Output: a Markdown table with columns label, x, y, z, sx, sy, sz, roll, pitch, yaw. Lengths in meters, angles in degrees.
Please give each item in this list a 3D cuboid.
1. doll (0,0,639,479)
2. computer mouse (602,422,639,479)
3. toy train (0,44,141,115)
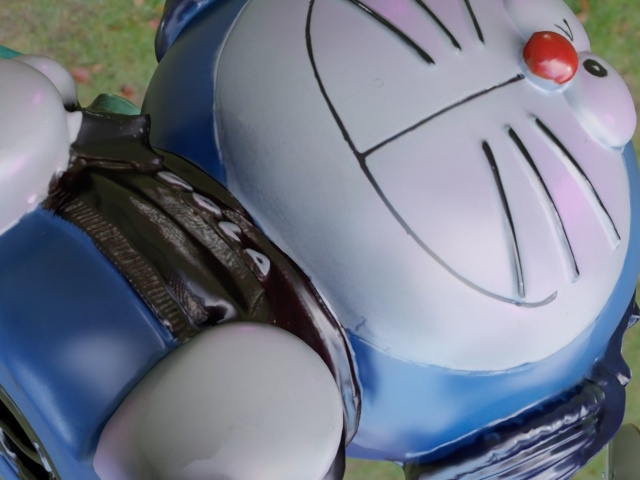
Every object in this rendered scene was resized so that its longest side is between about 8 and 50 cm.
| label | x | y | z | sx | sy | sz | roll | pitch | yaw |
| --- | --- | --- | --- | --- | --- | --- | --- | --- | --- |
| doll | 0.000 | 0.000 | 0.512 | 0.310 | 0.284 | 0.240 | -33 | 172 | -29 |
| computer mouse | 0.241 | 0.228 | 0.942 | 0.045 | 0.199 | 0.102 | 2 | 120 | 11 |
| toy train | -0.239 | 0.009 | 0.812 | 0.194 | 0.298 | 0.120 | 23 | 154 | 4 |
